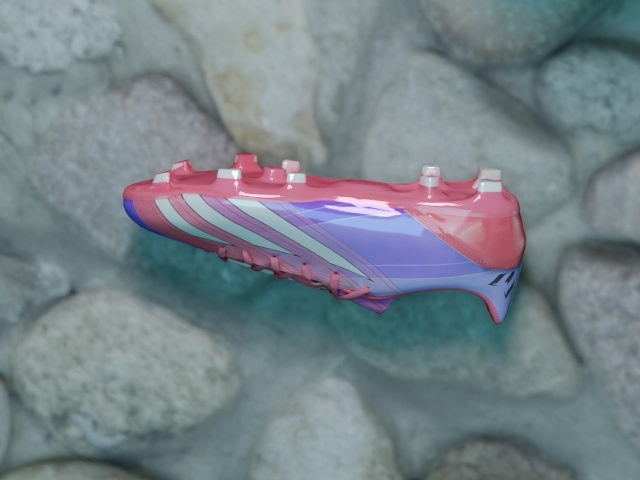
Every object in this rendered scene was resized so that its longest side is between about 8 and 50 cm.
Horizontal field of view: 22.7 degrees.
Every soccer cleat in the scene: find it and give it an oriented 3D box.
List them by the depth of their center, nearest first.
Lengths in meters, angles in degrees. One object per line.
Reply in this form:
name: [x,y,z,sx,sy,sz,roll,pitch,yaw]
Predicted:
soccer cleat: [0.000,0.000,0.967,0.248,0.083,0.095,2,102,7]
